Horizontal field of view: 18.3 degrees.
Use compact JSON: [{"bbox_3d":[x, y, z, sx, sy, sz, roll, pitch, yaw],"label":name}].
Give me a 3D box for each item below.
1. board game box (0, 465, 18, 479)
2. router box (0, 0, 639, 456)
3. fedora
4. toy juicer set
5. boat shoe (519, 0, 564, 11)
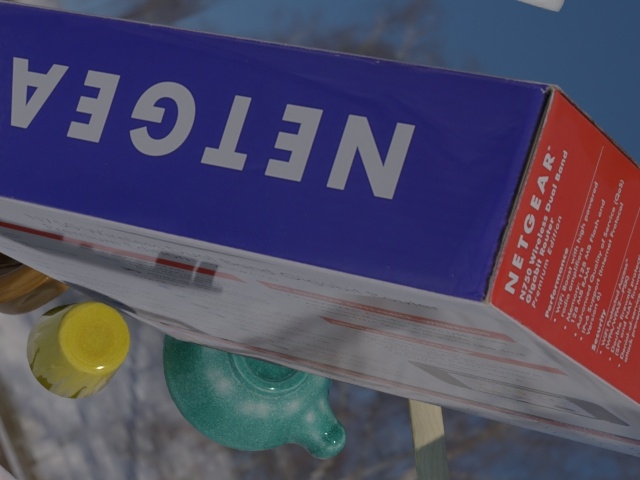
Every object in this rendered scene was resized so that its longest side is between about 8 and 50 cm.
[{"bbox_3d":[-0.416,0.228,1.818,0.390,0.050,0.390,12,-23,22],"label":"board game box"},{"bbox_3d":[0.000,0.000,0.862,0.335,0.082,0.301,12,-11,31],"label":"router box"},{"bbox_3d":[-0.314,0.020,2.042,0.079,0.194,0.194,58,-4,-39],"label":"fedora"},{"bbox_3d":[-0.040,0.054,1.480,0.089,0.329,0.209,149,-42,-64],"label":"toy juicer set"},{"bbox_3d":[0.091,-0.222,1.319,0.183,0.083,0.065,28,11,11],"label":"boat shoe"}]
